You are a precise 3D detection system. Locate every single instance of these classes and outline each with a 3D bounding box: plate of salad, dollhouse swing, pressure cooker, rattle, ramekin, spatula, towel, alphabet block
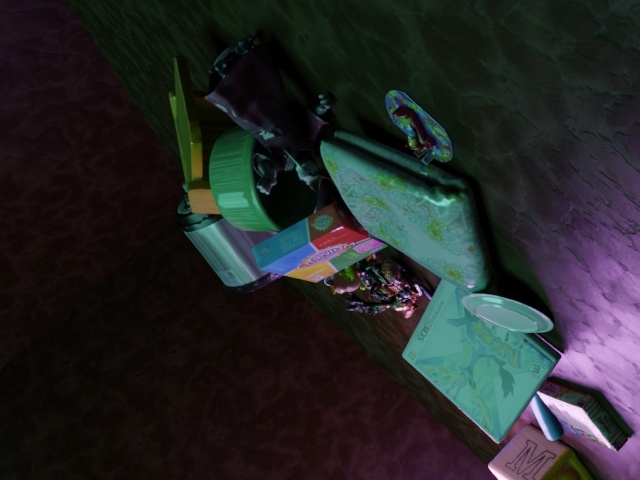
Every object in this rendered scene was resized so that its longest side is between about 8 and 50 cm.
[{"bbox_3d":[0.403,0.149,1.591,0.200,0.048,0.200,20,161,7],"label":"plate of salad"},{"bbox_3d":[-0.257,-0.298,2.002,0.305,0.315,0.346,-55,42,49],"label":"dollhouse swing"},{"bbox_3d":[-0.264,-0.087,2.422,0.420,0.370,0.375,54,-164,-21],"label":"pressure cooker"},{"bbox_3d":[0.034,0.141,2.364,0.143,0.199,0.130,-22,108,33],"label":"rattle"},{"bbox_3d":[-0.144,-0.162,1.864,0.148,0.303,0.303,-4,137,31],"label":"ramekin"},{"bbox_3d":[0.350,0.217,2.113,0.296,0.030,0.084,54,169,-32],"label":"spatula"},{"bbox_3d":[0.184,-0.062,1.553,0.374,0.090,0.320,30,162,37],"label":"towel"},{"bbox_3d":[0.665,0.704,2.218,0.192,0.193,0.197,50,168,-21],"label":"alphabet block"}]

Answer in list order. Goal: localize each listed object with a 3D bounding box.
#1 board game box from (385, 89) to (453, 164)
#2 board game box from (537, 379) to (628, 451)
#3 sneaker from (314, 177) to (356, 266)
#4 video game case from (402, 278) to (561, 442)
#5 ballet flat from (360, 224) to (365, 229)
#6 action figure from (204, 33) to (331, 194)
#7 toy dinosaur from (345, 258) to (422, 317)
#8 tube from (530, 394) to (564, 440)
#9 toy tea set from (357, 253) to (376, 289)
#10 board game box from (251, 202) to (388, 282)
[{"bbox_3d":[0.169,-0.199,1.354,0.169,0.033,0.133,45,169,10],"label":"board game box"},{"bbox_3d":[0.620,0.416,1.770,0.146,0.045,0.193,50,168,-13],"label":"board game box"},{"bbox_3d":[0.052,-0.049,2.125,0.147,0.104,0.295,5,118,16],"label":"sneaker"},{"bbox_3d":[0.373,0.278,1.783,0.329,0.036,0.299,41,128,27],"label":"video game case"},{"bbox_3d":[0.119,-0.077,1.813,0.247,0.087,0.083,52,166,-27],"label":"ballet flat"},{"bbox_3d":[-0.118,-0.256,1.670,0.370,0.248,0.276,55,167,-22],"label":"action figure"},{"bbox_3d":[0.202,0.157,2.152,0.219,0.164,0.321,4,132,27],"label":"toy dinosaur"},{"bbox_3d":[0.592,0.451,1.996,0.207,0.052,0.080,57,166,-21],"label":"tube"},{"bbox_3d":[0.058,0.028,2.299,0.336,0.124,0.200,46,169,3],"label":"toy tea set"},{"bbox_3d":[0.007,0.015,1.892,0.316,0.242,0.064,19,-133,-62],"label":"board game box"}]
